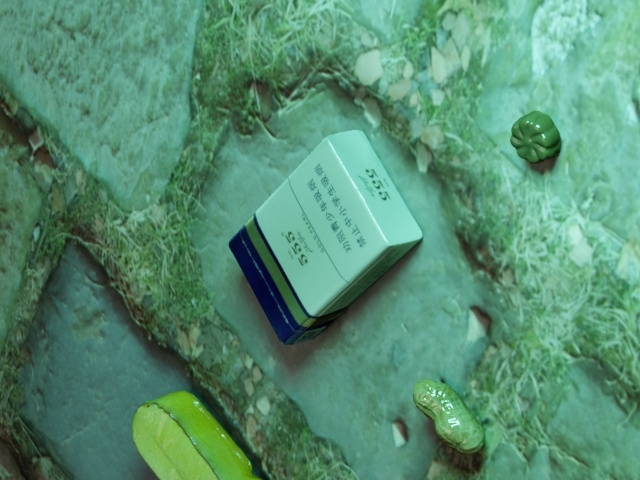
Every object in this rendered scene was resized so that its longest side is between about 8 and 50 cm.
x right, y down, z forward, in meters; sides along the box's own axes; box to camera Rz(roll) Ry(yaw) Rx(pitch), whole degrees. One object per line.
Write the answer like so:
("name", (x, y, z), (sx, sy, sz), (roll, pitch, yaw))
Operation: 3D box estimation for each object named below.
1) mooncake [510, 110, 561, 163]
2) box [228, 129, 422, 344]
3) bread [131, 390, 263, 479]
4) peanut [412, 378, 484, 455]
("mooncake", (0.308, 0.013, 1.845), (0.347, 0.057, 0.150), (51, 146, 32))
("box", (0.000, 0.000, 2.147), (0.259, 0.071, 0.168), (-44, 68, 44))
("bread", (-0.164, 0.314, 2.402), (0.245, 0.094, 0.102), (47, 122, 26))
("peanut", (0.153, 0.211, 2.059), (0.113, 0.054, 0.054), (50, 133, 19))
